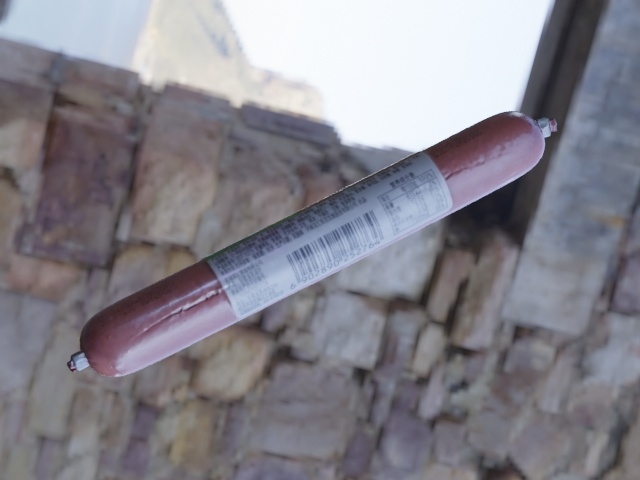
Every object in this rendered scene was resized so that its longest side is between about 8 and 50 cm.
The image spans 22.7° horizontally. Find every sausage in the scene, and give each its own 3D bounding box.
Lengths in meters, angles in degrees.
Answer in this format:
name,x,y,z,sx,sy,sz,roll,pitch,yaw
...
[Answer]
name,x,y,z,sx,sy,sz,roll,pitch,yaw
sausage,0.000,0.000,0.637,0.029,0.223,0.029,59,-12,21
